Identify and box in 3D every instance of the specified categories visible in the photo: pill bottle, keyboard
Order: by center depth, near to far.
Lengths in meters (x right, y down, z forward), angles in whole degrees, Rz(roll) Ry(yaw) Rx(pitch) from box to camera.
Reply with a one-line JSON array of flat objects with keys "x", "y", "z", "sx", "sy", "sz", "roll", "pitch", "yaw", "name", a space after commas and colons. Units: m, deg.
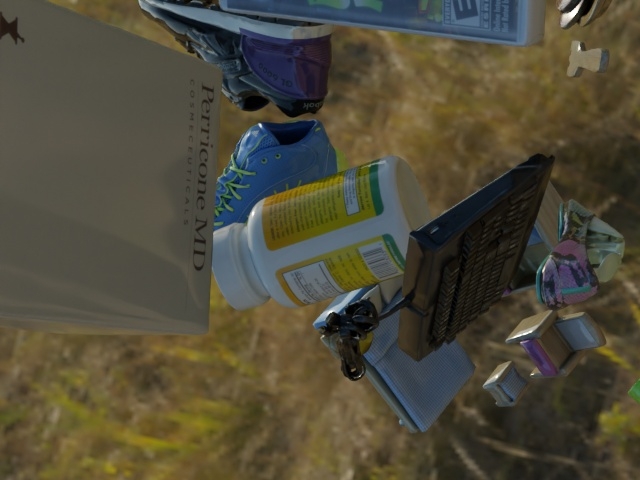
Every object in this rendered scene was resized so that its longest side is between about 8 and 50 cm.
[{"x": 0.088, "y": 0.043, "z": 1.205, "sx": 0.033, "sy": 0.201, "sz": 0.317, "roll": 55, "pitch": 171, "yaw": 17, "name": "keyboard"}, {"x": 0.000, "y": 0.000, "z": 1.548, "sx": 0.208, "sy": 0.117, "sz": 0.118, "roll": -19, "pitch": 49, "yaw": 18, "name": "pill bottle"}]

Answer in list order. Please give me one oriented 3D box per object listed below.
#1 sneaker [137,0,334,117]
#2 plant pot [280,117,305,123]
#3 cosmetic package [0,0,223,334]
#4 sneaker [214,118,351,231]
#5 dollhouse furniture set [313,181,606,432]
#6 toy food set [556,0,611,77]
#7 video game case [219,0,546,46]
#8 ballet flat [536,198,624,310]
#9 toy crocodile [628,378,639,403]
[{"x": -0.103, "y": -0.203, "z": 1.671, "sx": 0.283, "sy": 0.107, "sz": 0.124, "roll": 23, "pitch": 121, "yaw": 43, "name": "sneaker"}, {"x": -0.031, "y": -0.118, "z": 1.918, "sx": 0.079, "sy": 0.083, "sz": 0.083, "roll": -100, "pitch": 32, "yaw": -72, "name": "plant pot"}, {"x": -0.257, "y": -0.055, "z": 1.104, "sx": 0.161, "sy": 0.453, "sz": 0.230, "roll": 0, "pitch": 85, "yaw": 28, "name": "cosmetic package"}, {"x": -0.086, "y": -0.058, "z": 1.650, "sx": 0.091, "sy": 0.240, "sz": 0.126, "roll": 48, "pitch": 160, "yaw": 55, "name": "sneaker"}, {"x": 0.197, "y": 0.120, "z": 1.910, "sx": 0.303, "sy": 0.286, "sz": 0.198, "roll": -45, "pitch": 15, "yaw": -33, "name": "dollhouse furniture set"}, {"x": 0.186, "y": -0.213, "z": 1.095, "sx": 0.132, "sy": 0.038, "sz": 0.192, "roll": -110, "pitch": 28, "yaw": -83, "name": "toy food set"}, {"x": 0.025, "y": -0.192, "z": 0.711, "sx": 0.173, "sy": 0.022, "sz": 0.190, "roll": 12, "pitch": 112, "yaw": 31, "name": "video game case"}, {"x": 0.279, "y": 0.016, "z": 1.635, "sx": 0.221, "sy": 0.079, "sz": 0.077, "roll": -54, "pitch": -39, "yaw": -65, "name": "ballet flat"}, {"x": 0.422, "y": 0.042, "z": 1.591, "sx": 0.341, "sy": 0.115, "sz": 0.105, "roll": -67, "pitch": -17, "yaw": 14, "name": "toy crocodile"}]
